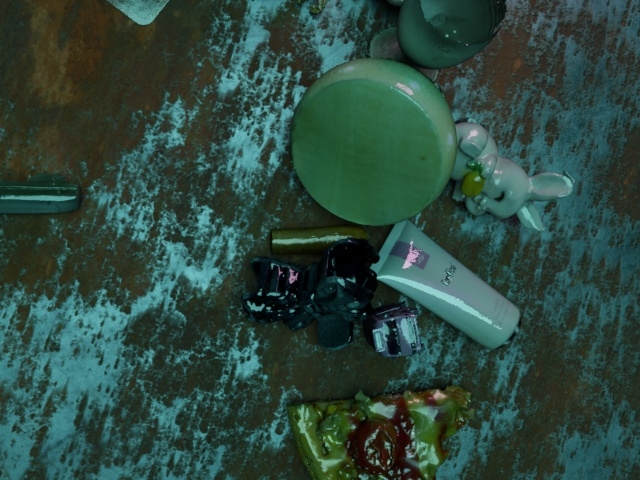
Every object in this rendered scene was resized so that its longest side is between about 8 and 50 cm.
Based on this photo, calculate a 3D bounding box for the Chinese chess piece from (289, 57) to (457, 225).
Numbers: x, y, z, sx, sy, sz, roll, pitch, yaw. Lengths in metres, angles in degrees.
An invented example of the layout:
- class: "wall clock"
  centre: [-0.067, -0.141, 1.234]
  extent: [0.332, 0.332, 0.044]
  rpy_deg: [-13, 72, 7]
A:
- class: "Chinese chess piece"
  centre: [0.109, -0.202, 1.340]
  extent: [0.349, 0.146, 0.350]
  rpy_deg: [11, 125, 16]

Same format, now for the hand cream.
- class: "hand cream"
  centre: [0.289, 0.106, 1.467]
  extent: [0.358, 0.118, 0.186]
  rpy_deg: [36, 61, -6]

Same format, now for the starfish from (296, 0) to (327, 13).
- class: "starfish"
  centre: [0.020, -0.601, 1.406]
  extent: [0.053, 0.150, 0.210]
  rpy_deg: [37, 99, 22]

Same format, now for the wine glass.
- class: "wine glass"
  centre: [0.229, -0.424, 1.324]
  extent: [0.190, 0.357, 0.191]
  rpy_deg: [2, 82, -13]

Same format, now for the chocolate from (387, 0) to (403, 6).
- class: "chocolate"
  centre: [0.244, -0.640, 1.461]
  extent: [0.303, 0.100, 0.185]
  rpy_deg: [-29, 84, -10]

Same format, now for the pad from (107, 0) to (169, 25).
- class: "pad"
  centre: [-0.374, -0.618, 1.413]
  extent: [0.176, 0.002, 0.266]
  rpy_deg: [37, 85, -8]

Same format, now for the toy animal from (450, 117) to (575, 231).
- class: "toy animal"
  centre: [0.381, -0.146, 1.436]
  extent: [0.325, 0.209, 0.154]
  rpy_deg: [20, 47, 1]

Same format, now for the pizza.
- class: "pizza"
  centre: [0.172, 0.450, 1.445]
  extent: [0.406, 0.130, 0.440]
  rpy_deg: [-38, 96, -4]

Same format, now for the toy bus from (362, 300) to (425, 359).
- class: "toy bus"
  centre: [0.153, 0.193, 1.403]
  extent: [0.108, 0.199, 0.096]
  rpy_deg: [-10, 91, -5]

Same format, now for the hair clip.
- class: "hair clip"
  centre: [-0.004, 0.102, 1.357]
  extent: [0.206, 0.310, 0.195]
  rpy_deg: [45, 46, -41]

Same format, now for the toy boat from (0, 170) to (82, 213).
- class: "toy boat"
  centre: [-0.634, -0.100, 1.342]
  extent: [0.260, 0.078, 0.085]
  rpy_deg: [-1, 67, -10]

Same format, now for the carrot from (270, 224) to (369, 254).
- class: "carrot"
  centre: [0.000, 0.000, 1.446]
  extent: [0.225, 0.067, 0.067]
  rpy_deg: [-1, 91, -7]
